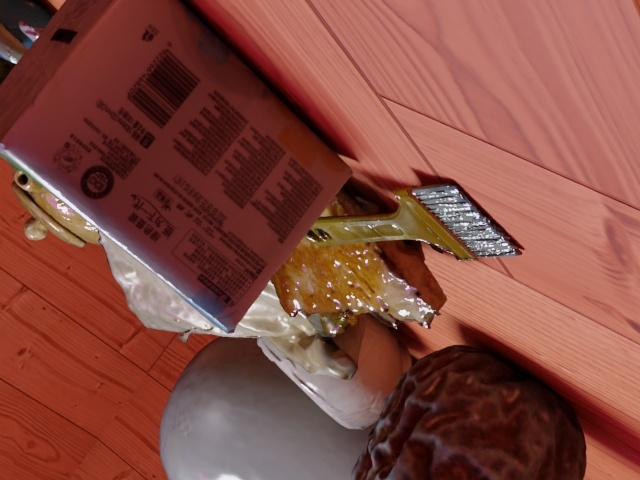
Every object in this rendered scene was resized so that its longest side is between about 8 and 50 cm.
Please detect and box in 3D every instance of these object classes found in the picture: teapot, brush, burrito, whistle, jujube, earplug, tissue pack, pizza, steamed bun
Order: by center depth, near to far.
[{"bbox_3d":[0.048,-0.010,0.944,0.082,0.010,0.218,42,155,-27],"label":"brush"},{"bbox_3d":[-0.121,-0.071,0.946,0.229,0.159,0.145,41,171,-32],"label":"tissue pack"},{"bbox_3d":[0.024,0.005,1.080,0.226,0.069,0.147,-12,101,58],"label":"pizza"},{"bbox_3d":[-0.299,-0.210,1.203,0.235,0.077,0.114,34,-158,-20],"label":"whistle"},{"bbox_3d":[0.134,0.268,1.281,0.226,0.317,0.226,22,169,4],"label":"jujube"},{"bbox_3d":[-0.083,0.037,1.452,0.332,0.135,0.190,10,127,40],"label":"burrito"},{"bbox_3d":[0.025,0.137,1.578,0.177,0.131,0.228,42,178,25],"label":"steamed bun"},{"bbox_3d":[-0.308,-0.063,1.635,0.203,0.167,0.311,42,178,12],"label":"teapot"},{"bbox_3d":[-0.020,0.289,1.799,0.394,0.313,0.312,25,169,15],"label":"earplug"}]

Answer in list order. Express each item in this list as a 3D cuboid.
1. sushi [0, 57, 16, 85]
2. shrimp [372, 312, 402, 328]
[{"bbox_3d":[-0.500,-0.143,1.421,0.294,0.352,0.178,38,174,-7],"label":"sushi"},{"bbox_3d":[0.000,0.000,1.230,0.223,0.047,0.126,45,177,-16],"label":"shrimp"}]
